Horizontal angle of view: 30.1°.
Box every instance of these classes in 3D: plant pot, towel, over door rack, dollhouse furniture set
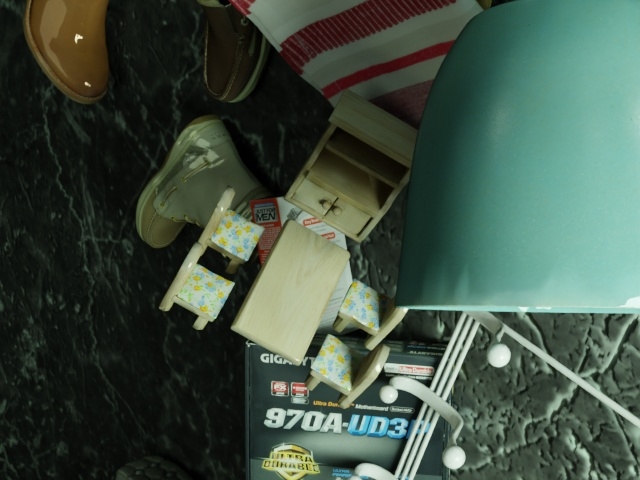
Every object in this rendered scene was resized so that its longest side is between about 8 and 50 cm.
[{"bbox_3d":[0.205,-0.060,0.945,0.293,0.293,0.235,-3,85,47],"label":"plant pot"},{"bbox_3d":[0.029,-0.217,1.114,0.329,0.037,0.237,45,146,-24],"label":"towel"},{"bbox_3d":[0.181,0.216,1.113,0.324,0.108,0.239,31,112,30],"label":"over door rack"},{"bbox_3d":[0.000,0.000,1.170,0.212,0.242,0.161,30,145,-5],"label":"dollhouse furniture set"}]

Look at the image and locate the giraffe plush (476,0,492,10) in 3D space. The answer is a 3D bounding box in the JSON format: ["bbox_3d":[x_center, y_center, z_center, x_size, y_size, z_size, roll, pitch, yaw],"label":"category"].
[{"bbox_3d":[0.112,-0.304,1.083,0.210,0.181,0.170,15,128,7],"label":"giraffe plush"}]

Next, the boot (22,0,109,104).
[{"bbox_3d":[-0.284,-0.336,1.528,0.220,0.109,0.283,-18,80,44],"label":"boot"}]

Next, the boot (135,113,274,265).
[{"bbox_3d":[-0.138,-0.026,1.462,0.165,0.077,0.213,51,130,22],"label":"boot"}]

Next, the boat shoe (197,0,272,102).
[{"bbox_3d":[-0.106,-0.274,1.343,0.095,0.095,0.257,35,124,36],"label":"boat shoe"}]

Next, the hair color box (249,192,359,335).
[{"bbox_3d":[-0.017,0.028,1.333,0.053,0.093,0.167,-3,98,47],"label":"hair color box"}]

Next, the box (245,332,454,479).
[{"bbox_3d":[0.031,0.190,1.275,0.220,0.051,0.175,4,106,10],"label":"box"}]

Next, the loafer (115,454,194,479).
[{"bbox_3d":[-0.166,0.393,1.587,0.319,0.112,0.111,24,123,49],"label":"loafer"}]
